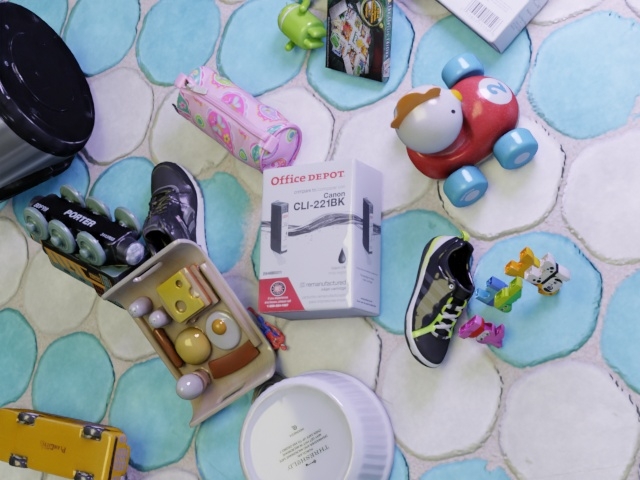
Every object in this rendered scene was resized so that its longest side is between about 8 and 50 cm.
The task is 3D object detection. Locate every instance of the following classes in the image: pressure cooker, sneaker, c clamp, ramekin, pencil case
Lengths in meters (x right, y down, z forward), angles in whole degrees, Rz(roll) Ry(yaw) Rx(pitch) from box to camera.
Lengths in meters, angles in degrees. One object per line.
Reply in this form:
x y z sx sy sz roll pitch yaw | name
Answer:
-0.747 -0.270 2.124 0.420 0.370 0.375 -26 64 19 | pressure cooker
-0.298 -0.041 1.958 0.107 0.124 0.283 -26 68 22 | sneaker
0.206 0.096 1.649 0.097 0.084 0.235 -4 76 54 | sneaker
-0.074 0.324 1.810 0.160 0.022 0.137 39 99 30 | c clamp
-0.017 0.354 1.695 0.273 0.127 0.273 -6 75 22 | ramekin
-0.166 -0.236 1.931 0.284 0.124 0.124 38 98 29 | pencil case

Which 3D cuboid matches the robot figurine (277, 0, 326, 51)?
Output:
-0.038 -0.418 1.928 0.115 0.067 0.101 45 132 28 | robot figurine

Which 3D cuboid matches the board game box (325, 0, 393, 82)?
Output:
0.072 -0.430 1.811 0.136 0.030 0.260 23 125 33 | board game box

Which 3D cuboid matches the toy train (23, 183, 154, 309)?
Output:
-0.473 0.012 2.016 0.334 0.190 0.142 21 45 35 | toy train

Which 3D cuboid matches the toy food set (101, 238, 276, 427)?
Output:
-0.249 0.174 1.841 0.219 0.092 0.306 -35 89 25 | toy food set

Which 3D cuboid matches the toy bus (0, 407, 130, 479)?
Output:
-0.514 0.412 1.976 0.332 0.130 0.108 4 80 30 | toy bus

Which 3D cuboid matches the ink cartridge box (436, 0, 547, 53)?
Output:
0.303 -0.508 1.761 0.239 0.060 0.275 -48 60 11 | ink cartridge box

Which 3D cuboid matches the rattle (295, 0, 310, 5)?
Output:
0.009 -0.514 1.886 0.199 0.143 0.130 5 96 25 | rattle

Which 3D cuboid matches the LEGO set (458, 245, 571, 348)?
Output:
0.331 0.087 1.596 0.227 0.093 0.087 -48 20 42 | LEGO set

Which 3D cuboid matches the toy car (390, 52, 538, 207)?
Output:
0.209 -0.207 1.642 0.210 0.238 0.219 -38 64 17 | toy car

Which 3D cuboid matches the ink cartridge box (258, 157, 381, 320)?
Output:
0.000 0.000 1.786 0.197 0.114 0.273 -5 75 29 | ink cartridge box

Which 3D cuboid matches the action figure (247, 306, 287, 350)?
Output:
-0.103 0.171 1.859 0.115 0.030 0.038 38 95 28 | action figure
